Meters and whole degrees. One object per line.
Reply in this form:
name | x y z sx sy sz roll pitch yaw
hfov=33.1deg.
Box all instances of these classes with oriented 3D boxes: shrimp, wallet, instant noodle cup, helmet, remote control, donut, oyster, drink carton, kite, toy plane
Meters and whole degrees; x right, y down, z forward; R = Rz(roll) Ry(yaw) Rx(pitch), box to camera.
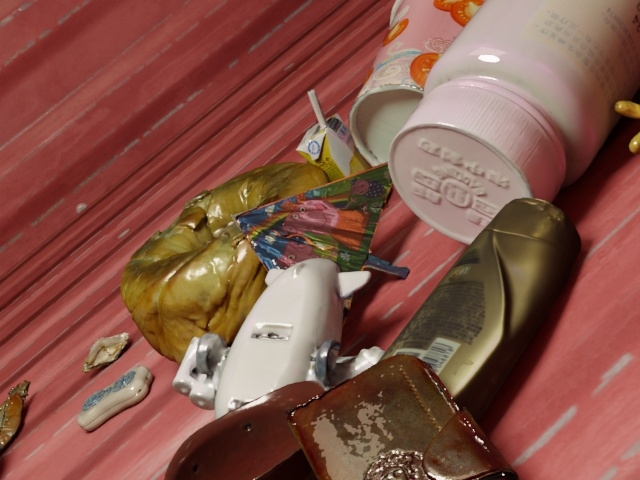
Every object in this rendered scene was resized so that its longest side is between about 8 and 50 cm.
shrimp | -0.528 0.306 1.801 0.091 0.043 0.184 -20 30 24
wallet | 0.074 0.189 0.825 0.137 0.031 0.255 -33 42 -1
instant noodle cup | 0.166 -0.207 1.475 0.243 0.243 0.231 -18 33 46
helmet | -0.047 0.219 0.998 0.155 0.106 0.175 -2 35 51
remote control | -0.300 0.229 1.568 0.122 0.032 0.074 -32 18 13
donut | -0.120 0.030 1.515 0.360 0.170 0.360 -29 19 11
oyster | -0.354 0.186 1.779 0.093 0.034 0.051 -28 33 -7
drink carton | 0.020 -0.125 1.571 0.074 0.200 0.084 -27 20 33
kite | 0.000 0.000 1.341 0.016 0.233 0.321 97 -169 -53
toy plane | -0.032 0.124 1.157 0.266 0.123 0.267 -14 41 12

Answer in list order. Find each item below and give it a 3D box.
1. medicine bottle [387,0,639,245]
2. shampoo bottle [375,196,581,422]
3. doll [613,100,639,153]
medicine bottle | 0.249 -0.183 1.258 0.213 0.213 0.379 -13 32 52
shampoo bottle | 0.138 0.088 1.015 0.125 0.084 0.350 -4 36 46
doll | 0.396 -0.149 1.125 0.179 0.102 0.089 -26 -18 32
